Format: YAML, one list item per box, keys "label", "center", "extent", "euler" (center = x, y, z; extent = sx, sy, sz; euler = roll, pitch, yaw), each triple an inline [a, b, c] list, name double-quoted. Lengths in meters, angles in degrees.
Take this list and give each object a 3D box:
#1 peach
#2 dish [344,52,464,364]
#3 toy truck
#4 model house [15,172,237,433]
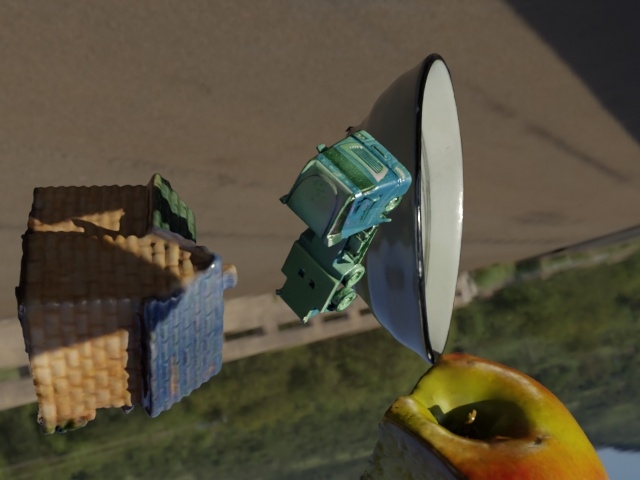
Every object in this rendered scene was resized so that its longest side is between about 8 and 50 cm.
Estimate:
- label: "peach"
  center: [0.177, 0.321, 1.194]
  extent: [0.242, 0.306, 0.380]
  euler: [-25, 138, -42]
- label: "dish"
  center: [0.077, -0.031, 1.199]
  extent: [0.106, 0.317, 0.316]
  euler: [0, 176, 15]
- label: "toy truck"
  center: [0.000, 0.000, 0.922]
  extent: [0.081, 0.067, 0.175]
  euler: [-25, 151, -43]
- label: "model house"
  center: [-0.157, 0.044, 0.987]
  extent: [0.172, 0.183, 0.166]
  euler: [-6, 133, -7]
